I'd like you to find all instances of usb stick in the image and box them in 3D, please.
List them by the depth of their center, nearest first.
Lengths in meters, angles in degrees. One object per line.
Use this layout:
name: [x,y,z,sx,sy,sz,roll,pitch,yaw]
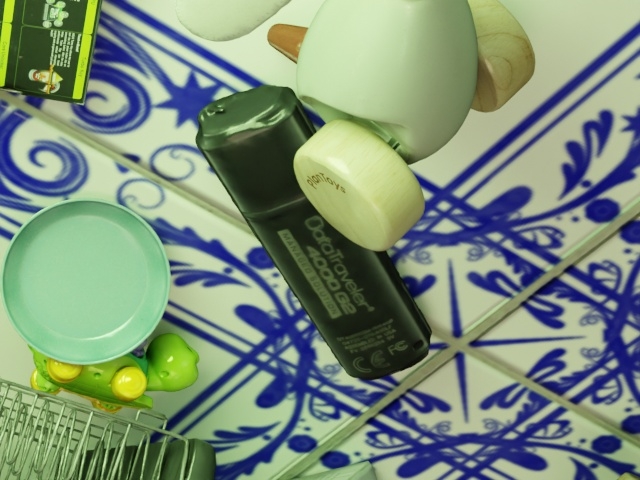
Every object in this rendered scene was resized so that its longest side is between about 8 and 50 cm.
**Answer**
usb stick: [0.000,0.000,1.287,0.077,0.045,0.278,-21,132,12]

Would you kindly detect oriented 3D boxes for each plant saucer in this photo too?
plant saucer: [-0.166,0.028,1.302,0.119,0.021,0.119,-2,99,-10]

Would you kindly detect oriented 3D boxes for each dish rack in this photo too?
dish rack: [-0.227,0.149,1.365,0.271,0.074,0.208,23,158,-29]

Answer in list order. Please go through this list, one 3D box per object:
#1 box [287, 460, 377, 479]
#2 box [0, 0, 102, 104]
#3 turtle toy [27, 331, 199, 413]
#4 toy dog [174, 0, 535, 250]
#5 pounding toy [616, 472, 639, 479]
box: [-0.129,0.255,1.444,0.322,0.232,0.058,-17,91,17]
box: [-0.218,-0.177,1.111,0.184,0.045,0.191,7,135,-9]
turtle toy: [-0.154,0.090,1.367,0.130,0.066,0.095,17,161,-15]
toy dog: [0.016,-0.154,1.053,0.161,0.220,0.334,31,138,26]
pounding toy: [0.347,0.193,1.460,0.269,0.155,0.154,14,107,-26]
